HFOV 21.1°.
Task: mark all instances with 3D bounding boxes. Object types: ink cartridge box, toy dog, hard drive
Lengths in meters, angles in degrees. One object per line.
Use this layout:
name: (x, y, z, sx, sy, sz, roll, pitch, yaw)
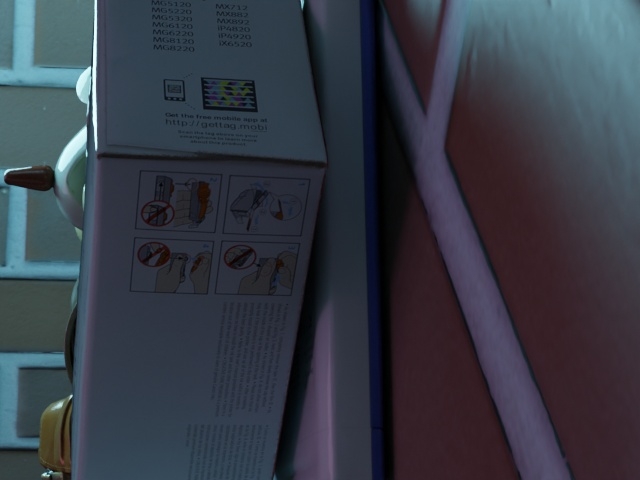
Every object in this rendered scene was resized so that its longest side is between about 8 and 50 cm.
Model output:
ink cartridge box: (-0.088, -0.014, 1.092, 0.272, 0.130, 0.309, -99, 14, -49)
toy dog: (-0.215, -0.138, 1.758, 0.220, 0.161, 0.333, 120, 165, -52)
hard drive: (0.000, 0.000, 1.087, 0.210, 0.040, 0.318, 130, 140, -74)

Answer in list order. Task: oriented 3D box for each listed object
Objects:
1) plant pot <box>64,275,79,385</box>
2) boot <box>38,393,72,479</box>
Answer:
plant pot: (-0.166, 0.078, 1.613, 0.165, 0.167, 0.167, -141, 53, -71)
boot: (-0.156, 0.249, 1.433, 0.220, 0.109, 0.283, -16, 85, 49)
